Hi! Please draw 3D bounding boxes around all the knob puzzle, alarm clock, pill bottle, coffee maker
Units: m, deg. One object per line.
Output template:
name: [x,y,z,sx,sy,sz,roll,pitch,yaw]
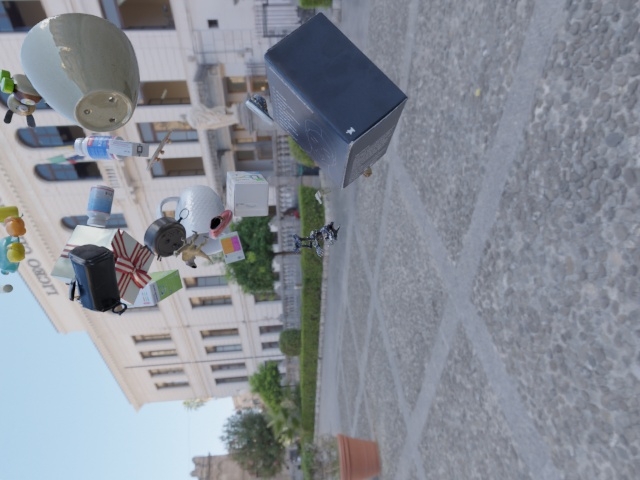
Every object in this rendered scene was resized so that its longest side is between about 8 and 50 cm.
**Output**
knob puzzle: [-0.637,-0.350,1.684,0.213,0.030,0.213,-47,24,28]
alarm clock: [-0.486,-0.024,1.370,0.192,0.064,0.129,-58,-28,-11]
pill bottle: [-0.887,-0.138,1.701,0.087,0.087,0.160,116,160,-81]
pill bottle: [-1.134,-0.478,2.178,0.124,0.222,0.124,1,-90,-86]
coffee maker: [-0.665,0.114,1.279,0.120,0.172,0.178,-73,-8,-60]

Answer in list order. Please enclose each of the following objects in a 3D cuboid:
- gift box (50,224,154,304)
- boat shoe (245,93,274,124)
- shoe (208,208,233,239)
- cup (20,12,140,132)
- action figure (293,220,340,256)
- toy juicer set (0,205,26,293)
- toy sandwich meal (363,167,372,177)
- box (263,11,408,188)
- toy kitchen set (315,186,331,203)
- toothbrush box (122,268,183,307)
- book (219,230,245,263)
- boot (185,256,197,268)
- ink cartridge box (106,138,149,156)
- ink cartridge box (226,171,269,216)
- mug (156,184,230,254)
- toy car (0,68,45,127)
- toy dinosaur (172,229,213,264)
gift box: [-0.814,0.075,1.633,0.255,0.259,0.276,62,-141,-65]
boat shoe: [-0.293,-0.679,2.178,0.183,0.083,0.065,41,175,5]
shoe: [-0.462,-0.092,1.968,0.081,0.064,0.177,106,-171,-57]
cup: [-0.703,-0.479,1.311,0.236,0.331,0.331,58,165,20]
action figure: [0.000,0.000,2.127,0.140,0.276,0.164,61,151,24]
toy juicer set: [-1.037,0.056,1.430,0.090,0.209,0.328,1,-77,-54]
toy sandwich meal: [0.222,-0.353,2.129,0.085,0.086,0.029,-98,23,-46]
box: [0.046,-0.532,1.718,0.480,0.297,0.471,48,172,8]
toy kitchen set: [0.021,-0.266,2.544,0.068,0.075,0.083,66,160,4]
toothbrush box: [-0.939,0.264,2.354,0.283,0.207,0.122,-43,-56,-72]
book: [-0.443,0.034,2.113,0.035,0.097,0.144,173,82,-78]
boot: [-0.747,0.128,2.467,0.087,0.042,0.118,45,-165,18]
ink cartridge box: [-0.827,-0.395,1.812,0.180,0.104,0.060,-56,-25,-78]
ink cartridge box: [-0.426,-0.274,2.460,0.270,0.198,0.197,-131,43,-58]
mug: [-0.684,-0.126,2.266,0.276,0.375,0.327,-40,56,42]
toy car: [-1.104,-0.507,1.571,0.149,0.155,0.188,48,119,34]
toy dinosaur: [-0.373,0.022,1.250,0.092,0.053,0.183,-64,-23,2]
